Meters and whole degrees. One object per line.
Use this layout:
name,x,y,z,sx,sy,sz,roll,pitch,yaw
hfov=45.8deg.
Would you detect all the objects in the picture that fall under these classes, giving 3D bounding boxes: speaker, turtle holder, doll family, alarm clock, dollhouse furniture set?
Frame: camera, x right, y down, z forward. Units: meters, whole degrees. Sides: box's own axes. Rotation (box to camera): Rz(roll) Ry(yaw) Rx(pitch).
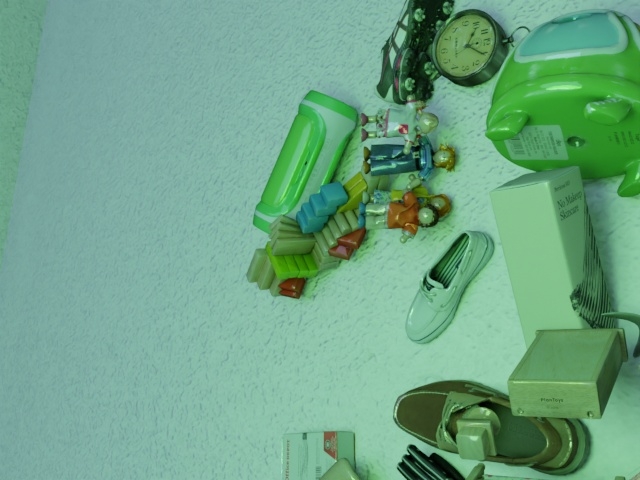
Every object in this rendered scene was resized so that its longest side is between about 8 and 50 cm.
speaker,-0.031,-0.147,1.541,0.131,0.131,0.297,29,98,44
turtle holder,0.398,-0.216,1.074,0.320,0.243,0.228,-20,47,54
doll family,0.158,-0.117,1.347,0.163,0.118,0.263,0,80,11
alarm clock,0.283,-0.342,1.343,0.192,0.064,0.130,-3,80,39
dollhouse furniture set,0.356,0.306,0.962,0.303,0.173,0.356,-6,103,32

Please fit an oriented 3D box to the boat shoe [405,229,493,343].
boat shoe,0.200,0.073,1.286,0.083,0.075,0.226,41,106,43

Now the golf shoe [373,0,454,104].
golf shoe,0.169,-0.395,1.447,0.120,0.105,0.273,12,85,52

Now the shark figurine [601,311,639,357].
shark figurine,0.490,0.167,0.942,0.166,0.116,0.278,-44,46,24

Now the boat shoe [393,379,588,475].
boat shoe,0.237,0.276,1.159,0.324,0.116,0.123,-3,75,43

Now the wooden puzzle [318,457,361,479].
wooden puzzle,0.029,0.593,1.247,0.322,0.080,0.348,-50,60,21

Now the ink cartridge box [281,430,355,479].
ink cartridge box,-0.005,0.403,1.391,0.135,0.056,0.099,-14,68,39

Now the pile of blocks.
pile of blocks,0.000,0.000,1.448,0.362,0.148,0.113,-45,51,24

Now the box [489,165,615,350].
box,0.332,0.043,1.068,0.094,0.113,0.275,-8,102,43

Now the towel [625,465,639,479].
towel,0.487,0.362,0.961,0.144,0.029,0.197,-45,51,21

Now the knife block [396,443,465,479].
knife block,0.234,0.414,1.138,0.275,0.088,0.242,-25,62,36
